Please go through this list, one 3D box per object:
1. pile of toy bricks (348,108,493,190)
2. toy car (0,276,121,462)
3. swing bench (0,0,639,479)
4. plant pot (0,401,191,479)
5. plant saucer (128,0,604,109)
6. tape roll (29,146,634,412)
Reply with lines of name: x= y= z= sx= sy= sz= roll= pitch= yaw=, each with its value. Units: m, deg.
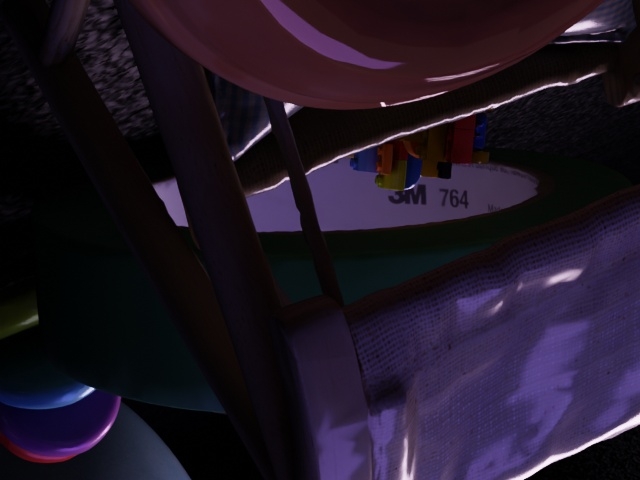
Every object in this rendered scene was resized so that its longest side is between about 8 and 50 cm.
pile of toy bricks: x=0.017 y=-0.086 z=0.736 sx=0.105 sy=0.118 sz=0.212 roll=4 pitch=-176 yaw=-9
toy car: x=-0.188 y=0.081 z=0.966 sx=0.159 sy=0.136 sz=0.182 roll=-22 pitch=171 yaw=-24
swing bench: x=0.057 y=-0.041 z=0.515 sx=0.253 sy=0.255 sz=0.165 roll=-22 pitch=171 yaw=-22
plant pot: x=-0.286 y=0.234 z=1.431 sx=0.290 sy=0.195 sz=0.290 roll=-25 pitch=172 yaw=-4
plant saucer: x=0.036 y=-0.116 z=0.350 sx=0.200 sy=0.037 sz=0.200 roll=-20 pitch=132 yaw=-24
tape roll: x=0.008 y=0.008 z=0.788 sx=0.321 sy=0.077 sz=0.321 roll=-3 pitch=-168 yaw=1
